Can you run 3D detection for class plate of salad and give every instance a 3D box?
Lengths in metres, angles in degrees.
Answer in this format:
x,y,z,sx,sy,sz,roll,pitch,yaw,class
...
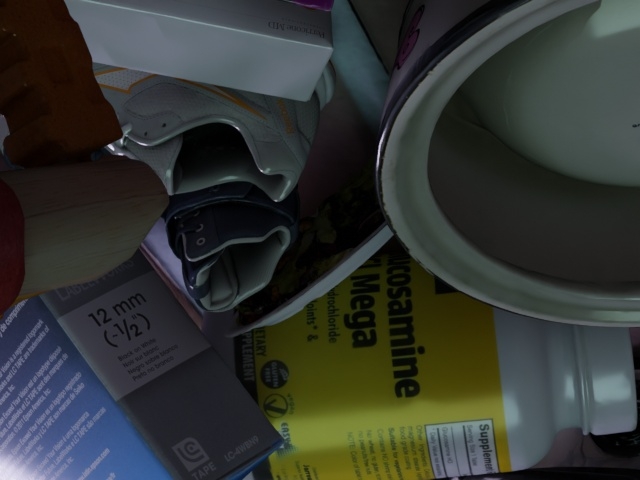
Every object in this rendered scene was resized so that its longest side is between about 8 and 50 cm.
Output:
x,y,z,sx,sy,sz,roll,pitch,yaw,class
0.000,0.000,1.253,0.200,0.200,0.048,-33,100,37,plate of salad

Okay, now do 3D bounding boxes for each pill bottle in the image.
x,y,z,sx,sy,sz,roll,pitch,yaw,class
0.082,0.101,1.377,0.334,0.188,0.188,-7,146,6,pill bottle

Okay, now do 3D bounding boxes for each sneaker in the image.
x,y,z,sx,sy,sz,roll,pitch,yaw,class
-0.122,-0.030,1.196,0.226,0.163,0.086,-4,148,5,sneaker
-0.126,-0.091,1.123,0.262,0.121,0.099,6,146,6,sneaker

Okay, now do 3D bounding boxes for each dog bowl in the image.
x,y,z,sx,sy,sz,roll,pitch,yaw,class
0.234,-0.108,1.108,0.408,0.150,0.408,-2,146,-1,dog bowl

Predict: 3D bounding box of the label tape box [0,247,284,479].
x,y,z,sx,sy,sz,roll,pitch,yaw,class
-0.218,0.095,1.332,0.115,0.347,0.249,-26,165,-43,label tape box

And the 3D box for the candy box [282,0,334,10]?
x,y,z,sx,sy,sz,roll,pitch,yaw,class
-0.088,-0.188,0.914,0.159,0.233,0.071,10,102,-18,candy box

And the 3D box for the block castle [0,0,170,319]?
x,y,z,sx,sy,sz,roll,pitch,yaw,class
-0.297,-0.129,0.769,0.303,0.453,0.213,-27,172,34,block castle

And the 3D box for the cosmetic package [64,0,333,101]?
x,y,z,sx,sy,sz,roll,pitch,yaw,class
-0.113,-0.161,1.056,0.239,0.099,0.060,9,145,-17,cosmetic package

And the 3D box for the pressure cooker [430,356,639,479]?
x,y,z,sx,sy,sz,roll,pitch,yaw,class
0.306,0.311,1.554,0.370,0.375,0.420,-36,139,5,pressure cooker

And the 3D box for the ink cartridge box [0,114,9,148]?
x,y,z,sx,sy,sz,roll,pitch,yaw,class
-0.323,-0.118,1.059,0.237,0.100,0.172,39,131,-24,ink cartridge box
